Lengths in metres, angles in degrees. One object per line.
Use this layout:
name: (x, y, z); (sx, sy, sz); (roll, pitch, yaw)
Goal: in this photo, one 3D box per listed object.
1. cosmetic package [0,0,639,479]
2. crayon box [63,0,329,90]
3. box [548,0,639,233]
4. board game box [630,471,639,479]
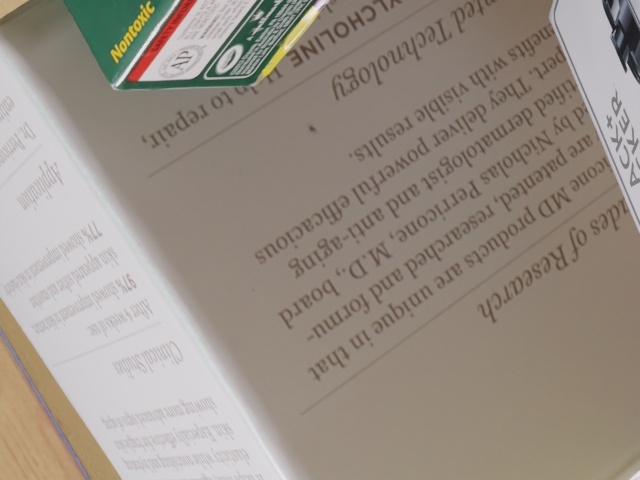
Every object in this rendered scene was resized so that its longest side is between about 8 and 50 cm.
cosmetic package: (0.000, 0.000, 0.946); (0.394, 0.327, 0.329); (58, 156, -5)
crayon box: (-0.038, -0.300, 0.636); (0.363, 0.106, 0.313); (-47, 65, 35)
box: (0.191, -0.135, 0.635); (0.290, 0.087, 0.169); (98, 159, -58)
board game box: (0.296, 0.251, 1.064); (0.193, 0.053, 0.305); (10, 131, 58)
